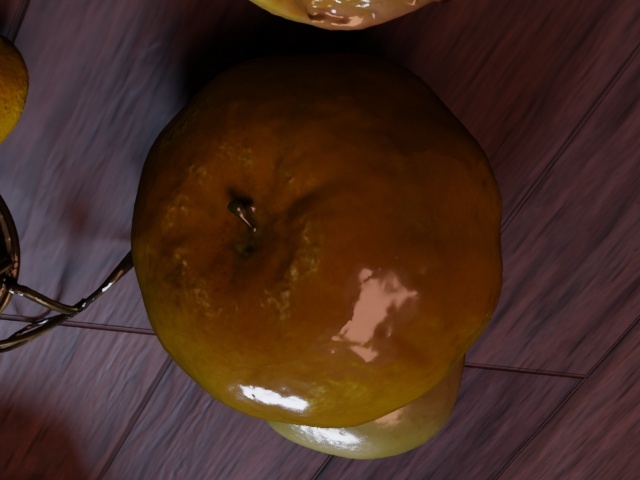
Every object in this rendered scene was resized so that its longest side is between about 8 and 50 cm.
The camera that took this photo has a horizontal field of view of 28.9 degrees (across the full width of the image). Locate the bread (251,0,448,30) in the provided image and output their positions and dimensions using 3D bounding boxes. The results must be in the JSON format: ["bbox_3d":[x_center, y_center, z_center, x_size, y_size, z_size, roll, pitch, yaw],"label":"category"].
[{"bbox_3d":[0.007,-0.233,0.732,0.197,0.170,0.197,-14,152,-8],"label":"bread"}]

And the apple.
[{"bbox_3d":[0.031,0.100,1.096,0.200,0.200,0.200,-12,139,-11],"label":"apple"}]

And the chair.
[{"bbox_3d":[-0.279,0.015,0.909,0.160,0.170,0.326,-38,179,19],"label":"chair"}]

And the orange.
[{"bbox_3d":[0.000,0.000,0.909,0.279,0.279,0.235,-40,159,20],"label":"orange"}]

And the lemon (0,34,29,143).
[{"bbox_3d":[-0.238,-0.101,0.836,0.082,0.082,0.110,16,126,-35],"label":"lemon"}]
